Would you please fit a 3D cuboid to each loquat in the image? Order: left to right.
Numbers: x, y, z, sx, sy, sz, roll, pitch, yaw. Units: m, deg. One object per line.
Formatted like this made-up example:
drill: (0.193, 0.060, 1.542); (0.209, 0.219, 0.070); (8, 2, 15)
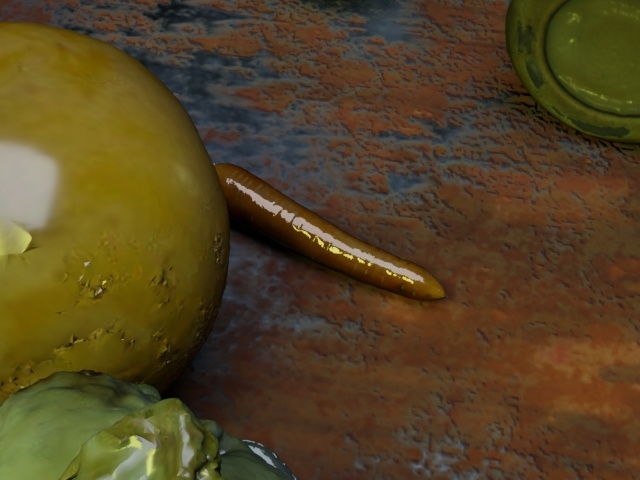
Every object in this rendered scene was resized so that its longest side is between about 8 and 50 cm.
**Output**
loquat: (-0.162, 0.000, 0.565); (0.235, 0.235, 0.235); (2, 52, -3)

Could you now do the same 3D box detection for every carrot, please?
carrot: (0.000, 0.000, 0.704); (0.190, 0.037, 0.037); (29, 55, 12)

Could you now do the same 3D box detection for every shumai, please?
shumai: (-0.081, 0.111, 0.371); (0.184, 0.142, 0.184); (3, 52, -4)

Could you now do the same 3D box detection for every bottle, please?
bottle: (0.282, -0.249, 0.842); (0.171, 0.172, 0.351); (22, 51, 12)

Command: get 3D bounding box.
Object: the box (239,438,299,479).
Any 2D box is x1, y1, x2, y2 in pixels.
box: (-0.073, 0.211, 0.466); (0.243, 0.135, 0.163); (-31, 60, -25)
